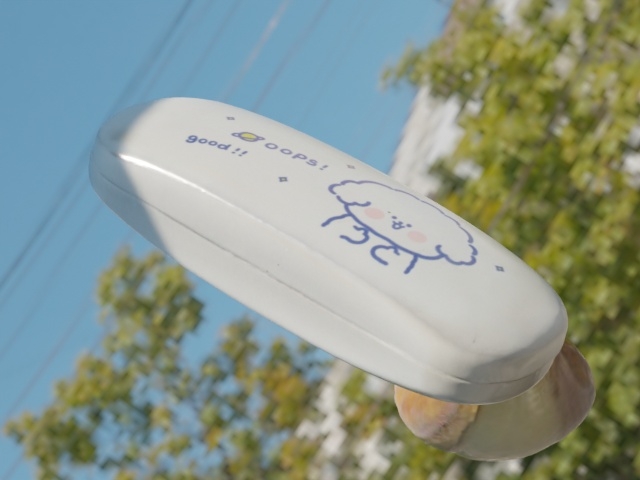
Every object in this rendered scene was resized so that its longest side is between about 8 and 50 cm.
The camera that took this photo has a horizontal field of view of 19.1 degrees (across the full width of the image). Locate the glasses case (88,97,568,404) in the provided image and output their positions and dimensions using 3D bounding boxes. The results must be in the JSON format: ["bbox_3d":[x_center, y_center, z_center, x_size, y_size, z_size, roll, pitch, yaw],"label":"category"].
[{"bbox_3d":[0.000,0.000,0.704,0.076,0.197,0.049,-26,-42,-50],"label":"glasses case"}]

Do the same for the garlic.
[{"bbox_3d":[0.102,0.086,1.267,0.115,0.128,0.206,-47,24,3],"label":"garlic"}]
